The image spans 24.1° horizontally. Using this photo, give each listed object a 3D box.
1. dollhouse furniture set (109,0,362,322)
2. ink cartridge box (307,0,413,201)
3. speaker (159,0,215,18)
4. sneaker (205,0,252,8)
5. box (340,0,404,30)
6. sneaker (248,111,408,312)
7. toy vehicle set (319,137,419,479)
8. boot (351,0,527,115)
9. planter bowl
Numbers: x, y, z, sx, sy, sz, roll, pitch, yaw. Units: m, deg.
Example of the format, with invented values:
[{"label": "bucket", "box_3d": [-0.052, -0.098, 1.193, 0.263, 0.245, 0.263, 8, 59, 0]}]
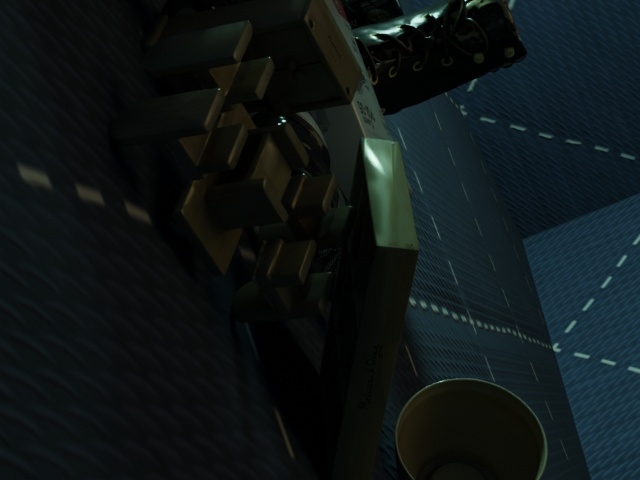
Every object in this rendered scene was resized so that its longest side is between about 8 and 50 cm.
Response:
[{"label": "dollhouse furniture set", "box_3d": [-0.083, -0.082, 1.242, 0.212, 0.161, 0.242, 59, 37, -38]}, {"label": "ink cartridge box", "box_3d": [-0.012, -0.163, 1.643, 0.207, 0.117, 0.283, 13, 56, -76]}, {"label": "speaker", "box_3d": [-0.109, -0.204, 1.437, 0.136, 0.055, 0.055, -12, 80, -78]}, {"label": "sneaker", "box_3d": [-0.127, -0.280, 1.283, 0.299, 0.121, 0.112, 39, 27, -13]}, {"label": "box", "box_3d": [0.021, -0.362, 2.093, 0.077, 0.147, 0.180, 53, 18, -51]}, {"label": "sneaker", "box_3d": [0.000, 0.000, 1.459, 0.269, 0.101, 0.153, 58, 15, -18]}, {"label": "toy vehicle set", "box_3d": [0.038, 0.067, 1.311, 0.166, 0.035, 0.267, -96, -167, -56]}, {"label": "boot", "box_3d": [0.112, -0.247, 1.945, 0.377, 0.284, 0.138, 21, 48, -76]}, {"label": "planter bowl", "box_3d": [0.154, 0.245, 1.614, 0.109, 0.162, 0.162, 97, -16, -50]}]
